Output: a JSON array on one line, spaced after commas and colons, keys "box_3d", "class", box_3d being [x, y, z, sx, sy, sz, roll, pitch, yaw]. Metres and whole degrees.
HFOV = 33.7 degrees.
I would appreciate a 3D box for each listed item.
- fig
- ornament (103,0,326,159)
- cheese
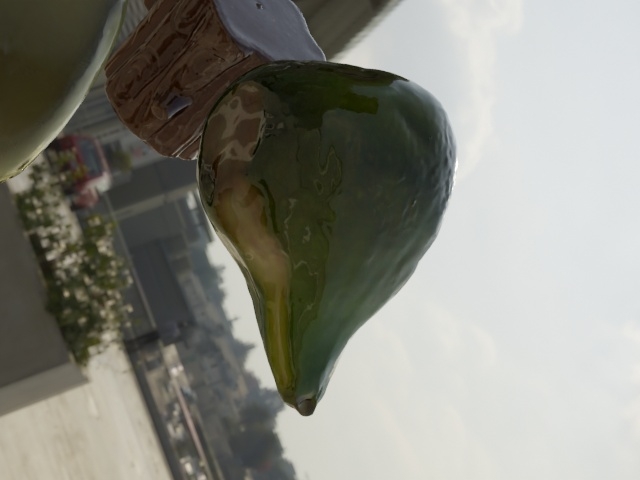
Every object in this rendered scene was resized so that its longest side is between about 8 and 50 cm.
[{"box_3d": [0.000, 0.000, 0.844, 0.206, 0.206, 0.275, 180, -86, -79], "class": "fig"}, {"box_3d": [-0.147, -0.226, 1.346, 0.235, 0.217, 0.221, 40, 32, -19], "class": "ornament"}, {"box_3d": [-0.343, -0.195, 1.058, 0.259, 0.316, 0.128, 27, -3, -33], "class": "cheese"}]
